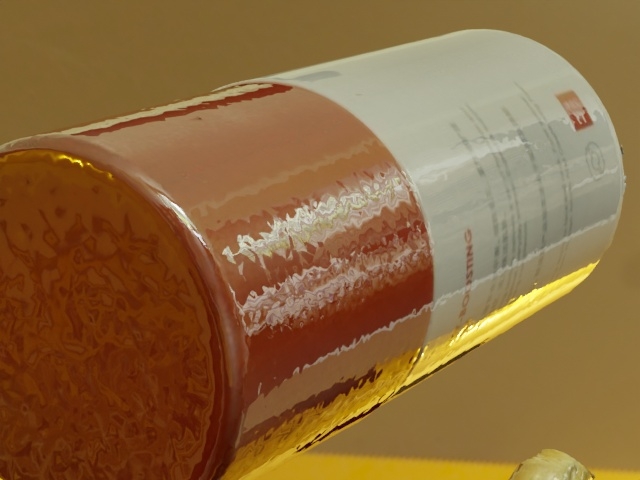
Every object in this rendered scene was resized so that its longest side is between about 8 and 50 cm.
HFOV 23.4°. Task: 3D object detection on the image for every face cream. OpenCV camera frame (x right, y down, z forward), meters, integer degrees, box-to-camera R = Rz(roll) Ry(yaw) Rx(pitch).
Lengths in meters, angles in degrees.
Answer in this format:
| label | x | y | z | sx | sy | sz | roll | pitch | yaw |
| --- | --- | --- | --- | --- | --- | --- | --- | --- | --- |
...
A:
| label | x | y | z | sx | sy | sz | roll | pitch | yaw |
| --- | --- | --- | --- | --- | --- | --- | --- | --- | --- |
| face cream | 0.000 | 0.000 | 0.423 | 0.214 | 0.096 | 0.096 | -22 | -39 | -56 |

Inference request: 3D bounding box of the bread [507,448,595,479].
| label | x | y | z | sx | sy | sz | roll | pitch | yaw |
| --- | --- | --- | --- | --- | --- | --- | --- | --- | --- |
| bread | 0.181 | 0.283 | 1.265 | 0.198 | 0.120 | 0.236 | -62 | -24 | -18 |
